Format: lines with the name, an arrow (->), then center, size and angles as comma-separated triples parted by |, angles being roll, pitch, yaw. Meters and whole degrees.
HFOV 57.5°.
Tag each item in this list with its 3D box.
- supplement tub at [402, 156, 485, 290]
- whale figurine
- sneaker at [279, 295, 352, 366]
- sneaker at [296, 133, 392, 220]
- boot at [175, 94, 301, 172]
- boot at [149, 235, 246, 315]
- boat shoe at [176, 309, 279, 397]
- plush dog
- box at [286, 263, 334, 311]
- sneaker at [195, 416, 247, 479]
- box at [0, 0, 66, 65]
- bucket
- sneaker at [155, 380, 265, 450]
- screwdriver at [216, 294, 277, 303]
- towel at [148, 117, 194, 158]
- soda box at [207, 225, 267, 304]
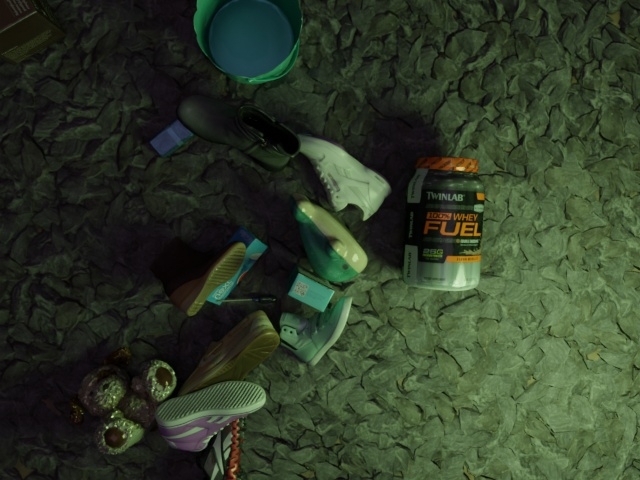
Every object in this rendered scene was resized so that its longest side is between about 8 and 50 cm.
supplement tub -> 0.325, -0.046, 1.546 | 0.207, 0.207, 0.338 | 2, 93, -4
whale figurine -> 0.000, 0.000, 1.528 | 0.141, 0.216, 0.272 | -42, 114, 7
sneaker -> -0.026, 0.220, 1.555 | 0.151, 0.094, 0.256 | 30, 122, -5
sneaker -> 0.039, -0.171, 1.565 | 0.305, 0.114, 0.152 | 34, 90, -5
boot -> -0.208, -0.302, 1.480 | 0.338, 0.222, 0.118 | 24, 81, -7
boot -> -0.328, 0.049, 1.525 | 0.248, 0.090, 0.207 | -48, 60, 6
boat shoe -> -0.259, 0.328, 1.586 | 0.341, 0.110, 0.121 | -39, 139, 6
plush dog -> -0.534, 0.421, 1.556 | 0.225, 0.211, 0.262 | 32, 62, 9
box -> -0.031, 0.118, 1.514 | 0.100, 0.244, 0.060 | 27, 91, -5
sneaker -> -0.272, 0.566, 1.600 | 0.135, 0.097, 0.276 | 5, 89, 2
box -> -0.775, -0.565, 1.443 | 0.167, 0.203, 0.169 | -30, 96, -2
bucket -> -0.179, -0.537, 1.494 | 0.281, 0.183, 0.281 | 0, 94, -4
sneaker -> -0.277, 0.468, 1.537 | 0.282, 0.102, 0.161 | -10, 123, -6
screwdriver -> -0.199, 0.159, 1.591 | 0.169, 0.024, 0.025 | 5, 111, -25
towel -> -0.398, -0.279, 1.572 | 0.119, 0.029, 0.067 | -38, 95, -1
soda box -> -0.242, 0.069, 1.573 | 0.067, 0.071, 0.210 | 40, 91, 31
